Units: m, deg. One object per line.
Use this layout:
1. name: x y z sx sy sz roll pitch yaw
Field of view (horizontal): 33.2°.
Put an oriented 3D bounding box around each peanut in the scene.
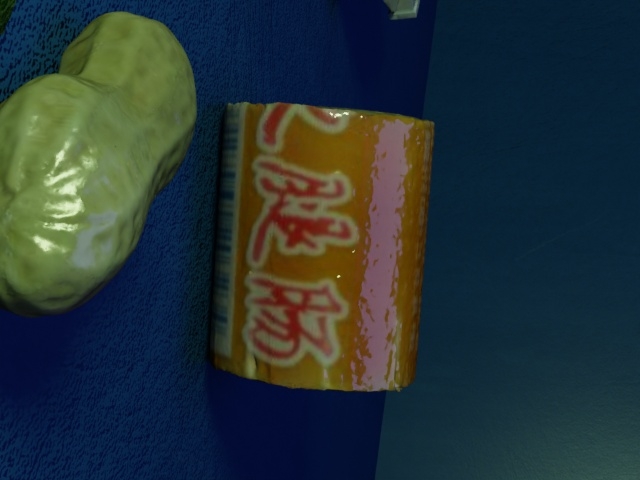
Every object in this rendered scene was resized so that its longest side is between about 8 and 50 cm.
1. peanut: -0.156 -0.065 0.707 0.274 0.111 0.125 -75 149 -51

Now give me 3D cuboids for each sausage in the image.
1. sausage: 0.000 0.000 1.141 0.233 0.233 0.287 0 94 -77

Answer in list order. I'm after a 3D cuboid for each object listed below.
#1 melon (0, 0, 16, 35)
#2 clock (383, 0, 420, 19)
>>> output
1. melon: -0.200 -0.144 0.477 0.064 0.118 0.209 -93 165 -53
2. clock: 0.091 -0.483 1.547 0.309 0.166 0.235 70 26 -45
